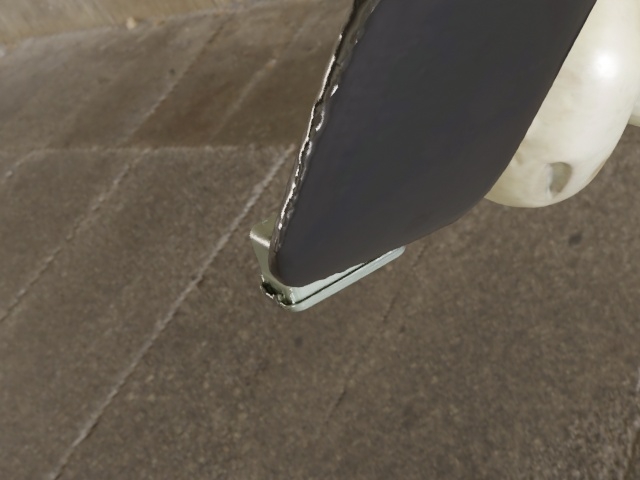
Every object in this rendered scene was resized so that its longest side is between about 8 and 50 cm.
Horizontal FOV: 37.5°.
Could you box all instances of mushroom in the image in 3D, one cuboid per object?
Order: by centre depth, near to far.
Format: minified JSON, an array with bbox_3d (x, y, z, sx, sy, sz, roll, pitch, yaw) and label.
[{"bbox_3d":[0.270,-0.223,1.068,0.353,0.325,0.353,-15,35,11],"label":"mushroom"}]

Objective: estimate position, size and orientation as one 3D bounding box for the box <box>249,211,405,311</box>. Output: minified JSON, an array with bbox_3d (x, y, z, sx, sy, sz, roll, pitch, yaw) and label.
[{"bbox_3d":[0.000,0.000,1.134,0.172,0.093,0.124,-29,21,-16],"label":"box"}]

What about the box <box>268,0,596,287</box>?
[{"bbox_3d":[0.059,-0.068,0.450,0.042,0.201,0.212,42,40,21],"label":"box"}]
